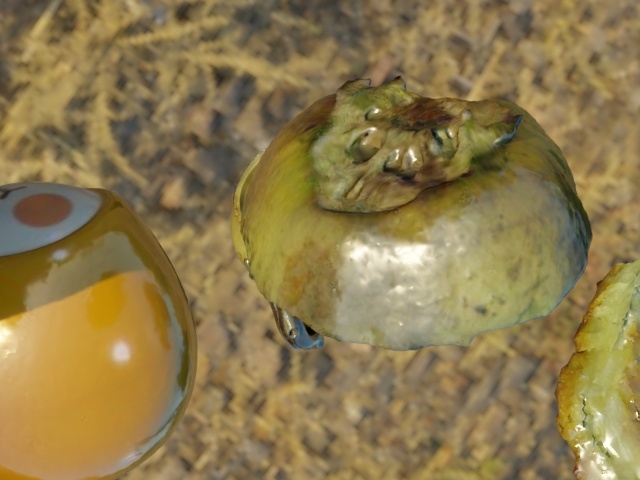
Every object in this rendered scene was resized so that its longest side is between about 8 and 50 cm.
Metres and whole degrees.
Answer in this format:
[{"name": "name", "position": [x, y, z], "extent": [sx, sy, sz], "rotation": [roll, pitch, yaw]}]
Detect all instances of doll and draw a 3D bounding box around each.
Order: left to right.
[{"name": "doll", "position": [-0.197, 0.079, 1.118], "extent": [0.236, 0.213, 0.213], "rotation": [-41, 148, -40]}]

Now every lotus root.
[{"name": "lotus root", "position": [0.047, -0.034, 0.945], "extent": [0.183, 0.204, 0.078], "rotation": [-13, 127, -6]}]

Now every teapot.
[{"name": "teapot", "position": [0.000, 0.000, 1.909], "extent": [0.182, 0.173, 0.269], "rotation": [46, 42, -49]}]

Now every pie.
[{"name": "pie", "position": [0.351, 0.159, 1.514], "extent": [0.354, 0.288, 0.103], "rotation": [13, 152, -29]}]
